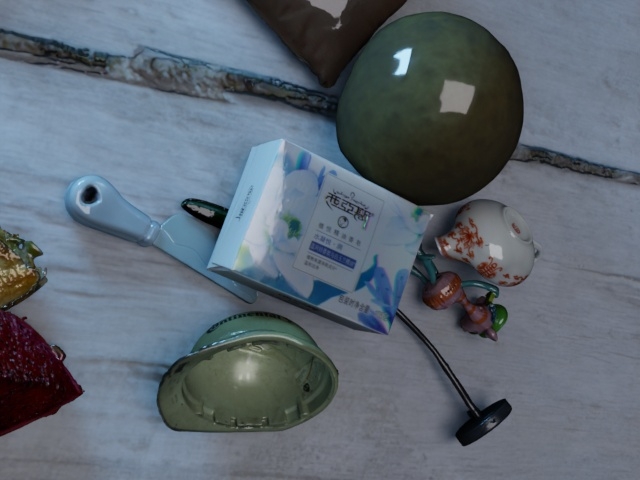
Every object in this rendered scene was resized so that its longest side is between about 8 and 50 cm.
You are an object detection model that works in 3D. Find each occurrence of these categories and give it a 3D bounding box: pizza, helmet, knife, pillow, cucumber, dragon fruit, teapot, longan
[{"bbox_3d":[-0.469,0.010,1.158,0.185,0.052,0.195,-19,103,-17],"label":"pizza"},{"bbox_3d":[-0.112,0.172,1.283,0.257,0.137,0.204,3,127,-18],"label":"helmet"},{"bbox_3d":[-0.217,-0.005,1.290,0.331,0.044,0.080,29,71,-29],"label":"knife"},{"bbox_3d":[0.007,-0.446,1.343,0.308,0.108,0.305,44,85,-18],"label":"pillow"},{"bbox_3d":[-0.128,-0.023,1.330,0.184,0.033,0.036,28,100,-23],"label":"cucumber"},{"bbox_3d":[-0.462,0.183,1.109,0.211,0.262,0.134,-40,68,0],"label":"dragon fruit"},{"bbox_3d":[0.302,0.005,1.485,0.245,0.159,0.116,24,120,-39],"label":"teapot"},{"bbox_3d":[0.168,-0.195,1.346,0.297,0.297,0.297,0,90,-26],"label":"longan"}]

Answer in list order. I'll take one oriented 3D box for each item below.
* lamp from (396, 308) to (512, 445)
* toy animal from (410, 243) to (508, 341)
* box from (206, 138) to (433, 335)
[{"bbox_3d":[0.191,0.178,1.440,0.130,0.108,0.371,-35,104,-19],"label":"lamp"},{"bbox_3d":[0.233,0.085,1.467,0.208,0.103,0.100,40,30,-17],"label":"toy animal"},{"bbox_3d":[0.001,0.000,1.309,0.274,0.116,0.203,25,79,-23],"label":"box"}]
